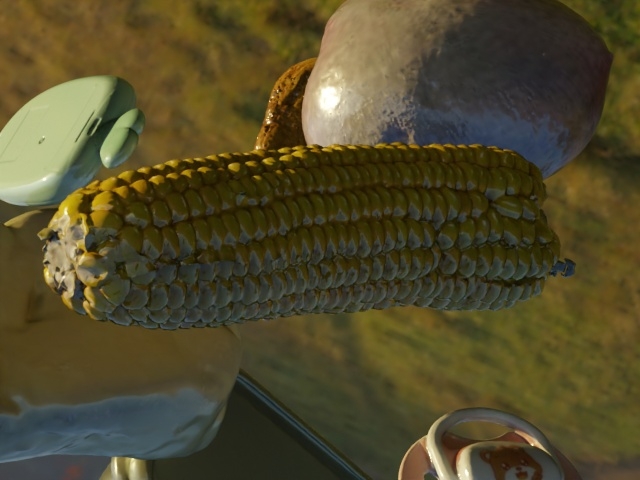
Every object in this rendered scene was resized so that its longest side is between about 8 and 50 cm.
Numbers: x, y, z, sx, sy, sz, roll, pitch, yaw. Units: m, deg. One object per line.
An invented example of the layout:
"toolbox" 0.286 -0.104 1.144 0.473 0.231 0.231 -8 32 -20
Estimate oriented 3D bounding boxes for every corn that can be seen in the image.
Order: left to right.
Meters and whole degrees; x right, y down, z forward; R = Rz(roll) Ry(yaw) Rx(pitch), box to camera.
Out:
"corn" 0.000 -0.005 0.795 0.313 0.102 0.102 -2 -176 -34

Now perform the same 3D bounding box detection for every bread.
"bread" -0.025 -0.062 1.703 0.124 0.344 0.084 14 156 3

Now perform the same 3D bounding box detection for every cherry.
"cherry" 0.087 -0.109 1.102 0.266 0.213 0.183 -8 134 23

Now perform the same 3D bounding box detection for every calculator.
"calculator" -0.160 -0.062 0.911 0.153 0.095 0.021 0 146 50

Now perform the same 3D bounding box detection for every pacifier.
"pacifier" 0.079 0.127 0.714 0.099 0.081 0.078 2 138 -19

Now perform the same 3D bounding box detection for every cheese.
"cheese" -0.169 0.060 0.894 0.263 0.159 0.093 1 142 -31

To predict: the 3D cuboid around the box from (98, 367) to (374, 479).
"box" -0.055 0.225 1.058 0.274 0.138 0.178 42 140 -11
